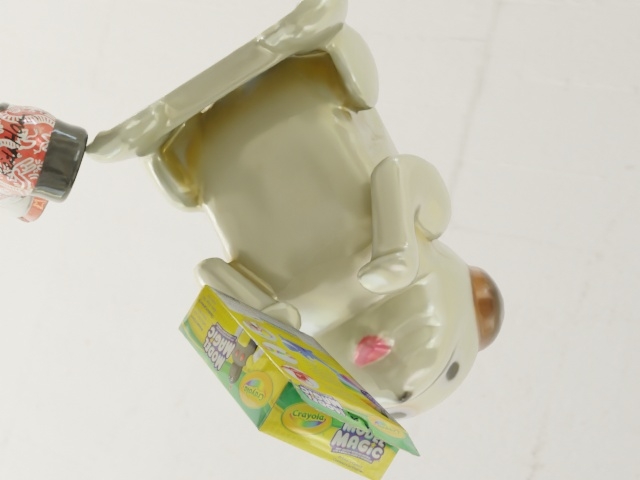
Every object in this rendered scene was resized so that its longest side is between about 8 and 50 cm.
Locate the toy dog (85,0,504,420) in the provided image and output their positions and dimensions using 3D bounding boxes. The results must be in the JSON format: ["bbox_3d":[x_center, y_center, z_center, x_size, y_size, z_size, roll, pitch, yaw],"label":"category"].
[{"bbox_3d":[0.000,0.000,1.370,0.285,0.395,0.407,-31,-85,1],"label":"toy dog"}]

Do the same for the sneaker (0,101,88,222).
[{"bbox_3d":[-0.298,-0.083,1.202,0.270,0.145,0.090,-5,-114,71],"label":"sneaker"}]

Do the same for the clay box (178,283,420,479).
[{"bbox_3d":[-0.021,0.120,1.105,0.053,0.127,0.222,-58,-149,6],"label":"clay box"}]
